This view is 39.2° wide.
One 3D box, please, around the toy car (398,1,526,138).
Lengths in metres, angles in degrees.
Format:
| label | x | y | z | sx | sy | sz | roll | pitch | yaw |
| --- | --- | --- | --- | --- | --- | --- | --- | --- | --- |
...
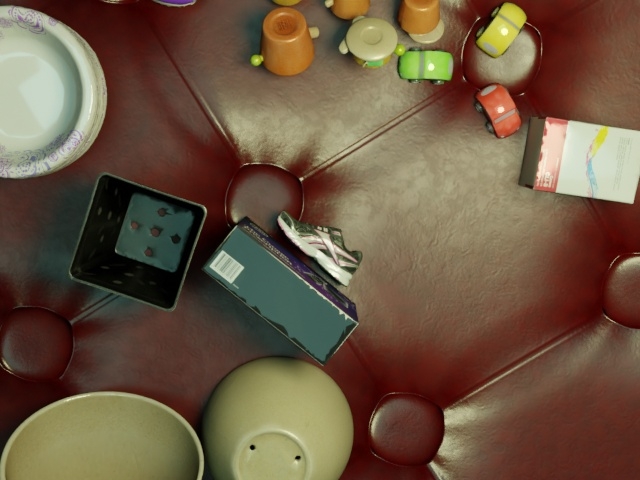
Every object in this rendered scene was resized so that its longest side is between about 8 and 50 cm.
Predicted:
| label | x | y | z | sx | sy | sz | roll | pitch | yaw |
| --- | --- | --- | --- | --- | --- | --- | --- | --- | --- |
| toy car | 0.250 | -0.302 | 1.577 | 0.225 | 0.053 | 0.239 | 2 | 96 | 0 |

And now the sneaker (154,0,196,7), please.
| label | x | y | z | sx | sy | sz | roll | pitch | yaw |
| --- | --- | --- | --- | --- | --- | --- | --- | --- | --- |
| sneaker | -0.330 | -0.499 | 1.510 | 0.293 | 0.146 | 0.102 | 34 | 95 | -3 |

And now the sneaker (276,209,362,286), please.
| label | x | y | z | sx | sy | sz | roll | pitch | yaw |
| --- | --- | --- | --- | --- | --- | --- | --- | --- | --- |
| sneaker | 0.000 | 0.000 | 1.614 | 0.178 | 0.072 | 0.077 | 41 | 83 | -12 |

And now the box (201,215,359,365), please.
| label | x | y | z | sx | sy | sz | roll | pitch | yaw |
| --- | --- | --- | --- | --- | --- | --- | --- | --- | --- |
| box | -0.065 | 0.081 | 1.557 | 0.261 | 0.184 | 0.103 | 39 | 93 | -4 |

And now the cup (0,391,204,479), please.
| label | x | y | z | sx | sy | sz | roll | pitch | yaw |
| --- | --- | --- | --- | --- | --- | --- | --- | --- | --- |
| cup | -0.376 | 0.462 | 1.561 | 0.331 | 0.331 | 0.237 | 9 | 123 | -1 |

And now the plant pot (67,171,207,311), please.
| label | x | y | z | sx | sy | sz | roll | pitch | yaw |
| --- | --- | --- | --- | --- | --- | --- | --- | --- | --- |
| plant pot | -0.303 | -0.005 | 1.556 | 0.188 | 0.167 | 0.187 | 19 | 96 | -3 |

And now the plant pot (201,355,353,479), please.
| label | x | y | z | sx | sy | sz | roll | pitch | yaw |
| --- | --- | --- | --- | --- | --- | --- | --- | --- | --- |
| plant pot | -0.080 | 0.364 | 1.585 | 0.284 | 0.191 | 0.284 | 0 | 96 | 0 |

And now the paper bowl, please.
| label | x | y | z | sx | sy | sz | roll | pitch | yaw |
| --- | --- | --- | --- | --- | --- | --- | --- | --- | --- |
| paper bowl | -0.510 | -0.250 | 1.538 | 0.284 | 0.148 | 0.284 | 0 | 97 | 1 |

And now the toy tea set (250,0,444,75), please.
| label | x | y | z | sx | sy | sz | roll | pitch | yaw |
| --- | --- | --- | --- | --- | --- | --- | --- | --- | --- |
| toy tea set | 0.043 | -0.365 | 1.556 | 0.336 | 0.124 | 0.200 | 10 | 67 | 5 |

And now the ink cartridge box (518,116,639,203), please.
| label | x | y | z | sx | sy | sz | roll | pitch | yaw |
| --- | --- | --- | --- | --- | --- | --- | --- | --- | --- |
| ink cartridge box | 0.452 | -0.140 | 1.558 | 0.176 | 0.128 | 0.127 | 8 | 97 | 0 |
